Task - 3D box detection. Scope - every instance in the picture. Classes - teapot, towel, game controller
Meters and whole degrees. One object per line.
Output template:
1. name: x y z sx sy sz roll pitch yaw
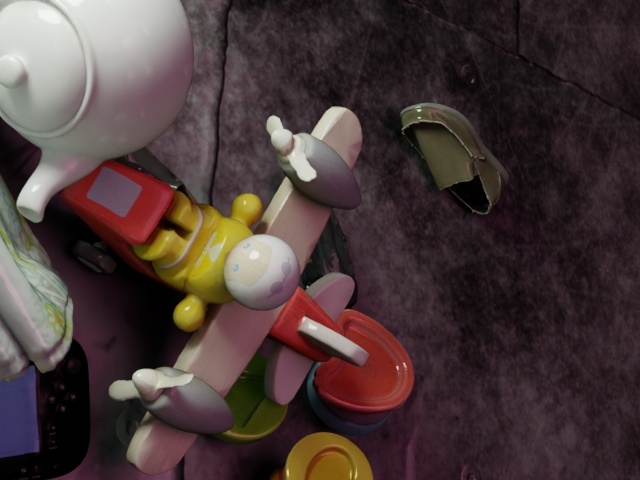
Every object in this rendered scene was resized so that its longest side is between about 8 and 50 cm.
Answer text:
1. teapot: -0.270 -0.198 1.242 0.256 0.252 0.187 53 31 5
2. towel: -0.374 -0.047 1.205 0.090 0.320 0.374 -31 103 -6
3. game controller: -0.393 0.192 1.281 0.319 0.067 0.166 -2 80 -43

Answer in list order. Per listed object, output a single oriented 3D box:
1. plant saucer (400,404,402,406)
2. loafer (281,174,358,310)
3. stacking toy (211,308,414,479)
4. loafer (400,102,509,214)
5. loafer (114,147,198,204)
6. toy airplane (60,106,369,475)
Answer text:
1. plant saucer: 0.101 0.213 1.771 0.083 0.015 0.083 13 70 -41
2. loafer: 0.000 0.000 1.698 0.078 0.076 0.223 -23 99 -49
3. stacking toy: -0.037 0.228 1.612 0.280 0.130 0.309 33 51 -1
4. loafer: 0.221 -0.131 1.921 0.251 0.094 0.087 38 51 -30
5. loafer: -0.200 -0.067 1.533 0.170 0.061 0.062 50 51 -21
6. toy airplane: -0.087 0.054 1.408 0.384 0.272 0.386 -13 95 -24
